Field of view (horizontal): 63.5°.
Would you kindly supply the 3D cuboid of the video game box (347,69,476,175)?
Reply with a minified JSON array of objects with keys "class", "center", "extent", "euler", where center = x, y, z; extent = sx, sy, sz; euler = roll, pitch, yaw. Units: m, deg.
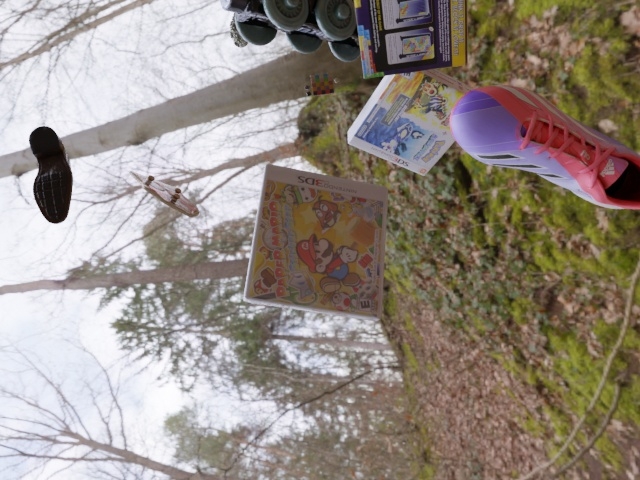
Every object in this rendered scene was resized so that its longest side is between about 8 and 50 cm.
[{"class":"video game box","center":[0.182,-0.236,1.005],"extent":[0.187,0.205,0.048],"euler":[17,-134,-20]}]

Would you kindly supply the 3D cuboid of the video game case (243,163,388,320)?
[{"class":"video game case","center":[0.000,0.000,0.802],"extent":[0.026,0.207,0.226],"euler":[121,157,-66]}]

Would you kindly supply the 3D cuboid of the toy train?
[{"class":"toy train","center":[-0.002,-0.409,0.833],"extent":[0.334,0.142,0.190],"euler":[-2,-84,-32]}]

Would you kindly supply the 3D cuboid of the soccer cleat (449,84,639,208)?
[{"class":"soccer cleat","center":[0.245,-0.090,0.519],"extent":[0.248,0.095,0.082],"euler":[18,-77,-24]}]

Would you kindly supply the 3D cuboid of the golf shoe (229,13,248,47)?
[{"class":"golf shoe","center":[-0.187,-0.579,1.343],"extent":[0.086,0.069,0.176],"euler":[10,-98,-62]}]

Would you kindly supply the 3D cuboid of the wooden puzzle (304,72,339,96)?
[{"class":"wooden puzzle","center":[0.004,-0.364,1.205],"extent":[0.006,0.084,0.049],"euler":[81,-178,-84]}]

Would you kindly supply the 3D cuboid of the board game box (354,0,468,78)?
[{"class":"board game box","center":[0.115,-0.306,0.664],"extent":[0.048,0.141,0.170],"euler":[-82,-16,-50]}]

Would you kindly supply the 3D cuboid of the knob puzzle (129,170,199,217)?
[{"class":"knob puzzle","center":[-0.401,-0.124,1.406],"extent":[0.030,0.213,0.213],"euler":[-55,-34,7]}]

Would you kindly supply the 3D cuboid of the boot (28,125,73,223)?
[{"class":"boot","center":[-0.556,-0.126,1.106],"extent":[0.106,0.082,0.219],"euler":[103,154,-73]}]
